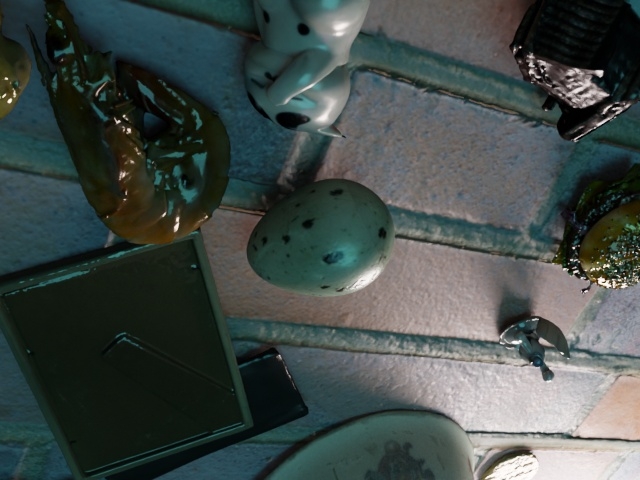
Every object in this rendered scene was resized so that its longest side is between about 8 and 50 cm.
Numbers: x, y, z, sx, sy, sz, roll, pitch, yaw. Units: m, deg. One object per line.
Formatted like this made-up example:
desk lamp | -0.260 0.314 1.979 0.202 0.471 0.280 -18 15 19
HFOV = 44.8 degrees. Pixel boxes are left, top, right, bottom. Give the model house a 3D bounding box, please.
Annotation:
model house | 0.290 -0.229 0.815 0.164 0.141 0.203 36 86 -16

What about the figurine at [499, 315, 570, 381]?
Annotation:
figurine | 0.312 0.152 1.126 0.082 0.086 0.094 -43 130 15

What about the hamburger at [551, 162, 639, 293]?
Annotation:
hamburger | 0.403 -0.010 1.034 0.164 0.093 0.190 -14 129 -12

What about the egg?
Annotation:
egg | 0.000 0.000 0.852 0.164 0.131 0.131 -12 134 17

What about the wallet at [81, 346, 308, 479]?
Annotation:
wallet | -0.165 0.243 1.035 0.285 0.030 0.146 -24 134 -4

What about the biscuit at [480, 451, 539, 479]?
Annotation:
biscuit | 0.340 0.421 1.397 0.120 0.015 0.120 -11 129 -14

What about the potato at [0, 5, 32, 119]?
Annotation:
potato | -0.378 -0.153 0.522 0.351 0.202 0.218 5 85 -32

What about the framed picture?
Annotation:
framed picture | -0.221 0.145 0.918 0.240 0.020 0.324 -18 125 -10

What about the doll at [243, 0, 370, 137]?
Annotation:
doll | -0.016 -0.181 0.712 0.107 0.110 0.181 -35 147 -51

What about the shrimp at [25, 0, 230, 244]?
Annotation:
shrimp | -0.168 -0.108 0.734 0.152 0.063 0.287 -21 135 -9

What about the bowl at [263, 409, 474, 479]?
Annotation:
bowl | 0.096 0.491 1.210 0.434 0.196 0.435 -13 127 -17
